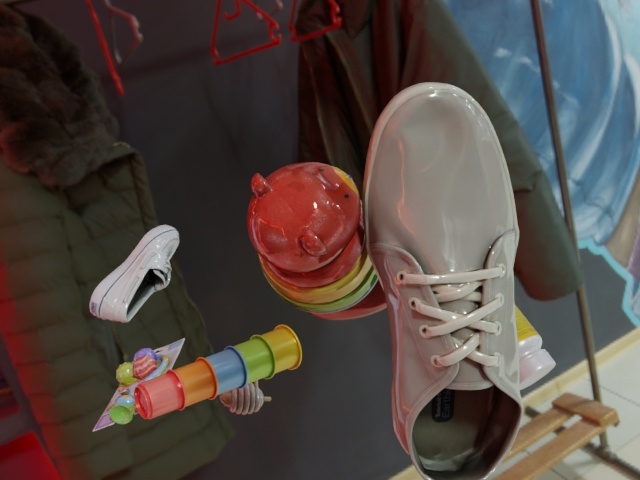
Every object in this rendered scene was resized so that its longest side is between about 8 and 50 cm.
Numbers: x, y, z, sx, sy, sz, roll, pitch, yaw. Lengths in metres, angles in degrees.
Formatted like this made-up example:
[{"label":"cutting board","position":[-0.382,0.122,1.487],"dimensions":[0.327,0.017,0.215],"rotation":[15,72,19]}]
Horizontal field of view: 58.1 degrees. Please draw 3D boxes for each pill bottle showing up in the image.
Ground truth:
[{"label":"pill bottle","position":[0.383,0.198,1.205],"dimensions":[0.119,0.119,0.208],"rotation":[-22,57,-16]}]

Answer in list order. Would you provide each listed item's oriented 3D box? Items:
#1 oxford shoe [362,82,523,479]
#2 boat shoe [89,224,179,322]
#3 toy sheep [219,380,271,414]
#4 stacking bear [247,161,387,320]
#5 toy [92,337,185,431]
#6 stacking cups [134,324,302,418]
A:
[{"label":"oxford shoe","position":[0.138,0.065,0.603],"dimensions":[0.169,0.449,0.130],"rotation":[-5,16,-2]},{"label":"boat shoe","position":[-0.333,0.067,1.118],"dimensions":[0.084,0.095,0.258],"rotation":[18,45,11]},{"label":"toy sheep","position":[-0.188,0.395,1.452],"dimensions":[0.132,0.091,0.091],"rotation":[3,13,-16]},{"label":"stacking bear","position":[0.000,0.000,0.671],"dimensions":[0.164,0.175,0.289],"rotation":[-36,-18,0]},{"label":"toy","position":[-0.364,0.266,1.146],"dimensions":[0.137,0.056,0.237],"rotation":[-23,22,9]},{"label":"stacking cups","position":[-0.182,0.239,1.067],"dimensions":[0.316,0.095,0.096],"rotation":[-11,11,-41]}]
